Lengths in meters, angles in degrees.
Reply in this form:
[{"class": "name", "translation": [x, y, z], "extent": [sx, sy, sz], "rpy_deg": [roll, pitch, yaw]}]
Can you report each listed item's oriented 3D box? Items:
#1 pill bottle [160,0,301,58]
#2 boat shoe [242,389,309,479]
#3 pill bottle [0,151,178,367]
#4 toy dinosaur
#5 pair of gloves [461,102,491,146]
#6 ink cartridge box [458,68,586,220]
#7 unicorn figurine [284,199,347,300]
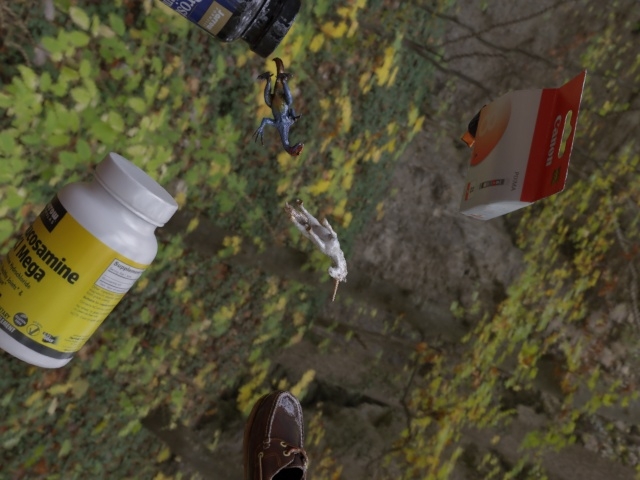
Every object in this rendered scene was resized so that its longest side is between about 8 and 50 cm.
[{"class": "pill bottle", "translation": [-0.139, -0.339, 0.994], "extent": [0.123, 0.219, 0.123], "rpy_deg": [-48, -158, 27]}, {"class": "boat shoe", "translation": [-0.043, 0.251, 0.804], "extent": [0.073, 0.073, 0.207], "rpy_deg": [-30, -141, 37]}, {"class": "pill bottle", "translation": [-0.392, 0.028, 1.237], "extent": [0.334, 0.188, 0.188], "rpy_deg": [-50, -172, 3]}, {"class": "toy dinosaur", "translation": [-0.033, -0.130, 0.765], "extent": [0.090, 0.047, 0.082], "rpy_deg": [-65, 147, -46]}, {"class": "pair of gloves", "translation": [0.248, -0.151, 1.084], "extent": [0.010, 0.083, 0.074], "rpy_deg": [-9, 139, -52]}, {"class": "ink cartridge box", "translation": [0.226, -0.108, 0.872], "extent": [0.179, 0.045, 0.146], "rpy_deg": [144, -38, -74]}, {"class": "unicorn figurine", "translation": [0.000, 0.000, 1.243], "extent": [0.060, 0.111, 0.162], "rpy_deg": [-29, -134, 4]}]
